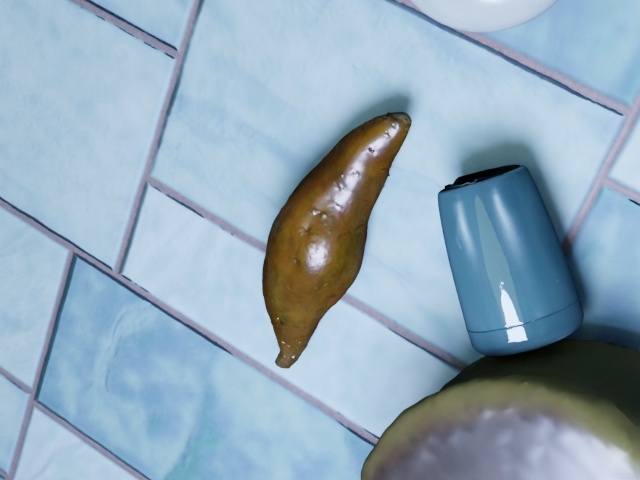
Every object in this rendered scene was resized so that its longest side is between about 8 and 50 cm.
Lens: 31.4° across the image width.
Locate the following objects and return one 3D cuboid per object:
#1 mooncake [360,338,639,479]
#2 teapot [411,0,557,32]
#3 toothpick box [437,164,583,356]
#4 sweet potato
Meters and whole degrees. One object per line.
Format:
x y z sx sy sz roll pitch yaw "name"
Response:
0.245 0.303 1.161 0.394 0.246 0.393 3 102 28 "mooncake"
0.142 -0.298 1.086 0.298 0.139 0.204 -9 104 30 "teapot"
0.191 0.017 1.174 0.120 0.120 0.184 -14 96 32 "toothpick box"
-0.003 0.003 1.285 0.112 0.112 0.359 29 121 18 "sweet potato"
